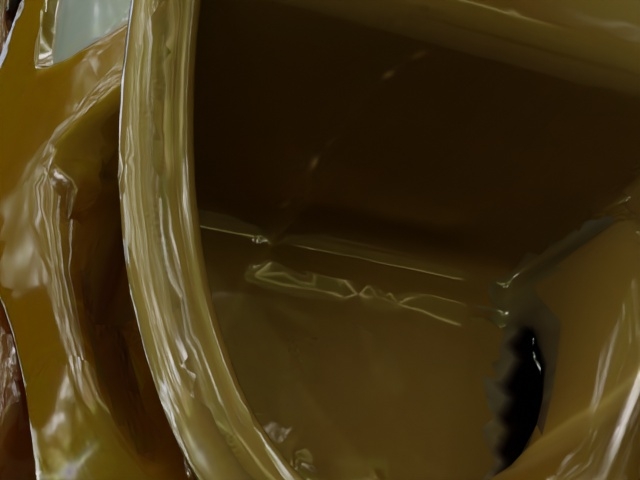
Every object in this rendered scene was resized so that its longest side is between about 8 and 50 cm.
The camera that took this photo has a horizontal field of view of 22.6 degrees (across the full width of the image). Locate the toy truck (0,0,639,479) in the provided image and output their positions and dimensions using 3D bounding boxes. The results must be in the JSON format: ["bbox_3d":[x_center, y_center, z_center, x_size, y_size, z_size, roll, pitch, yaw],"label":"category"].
[{"bbox_3d":[0.000,0.000,0.487,0.204,0.288,0.211,12,-30,-25],"label":"toy truck"}]
